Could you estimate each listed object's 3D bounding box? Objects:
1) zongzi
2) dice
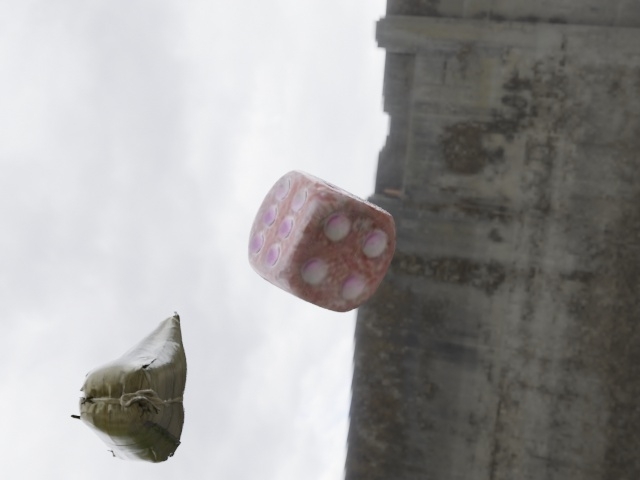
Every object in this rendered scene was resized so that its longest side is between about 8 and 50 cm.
[{"bbox_3d":[-0.206,0.148,1.051,0.194,0.099,0.197,82,-165,-66],"label":"zongzi"},{"bbox_3d":[0.000,0.000,0.748,0.091,0.094,0.093,23,-85,-31],"label":"dice"}]
